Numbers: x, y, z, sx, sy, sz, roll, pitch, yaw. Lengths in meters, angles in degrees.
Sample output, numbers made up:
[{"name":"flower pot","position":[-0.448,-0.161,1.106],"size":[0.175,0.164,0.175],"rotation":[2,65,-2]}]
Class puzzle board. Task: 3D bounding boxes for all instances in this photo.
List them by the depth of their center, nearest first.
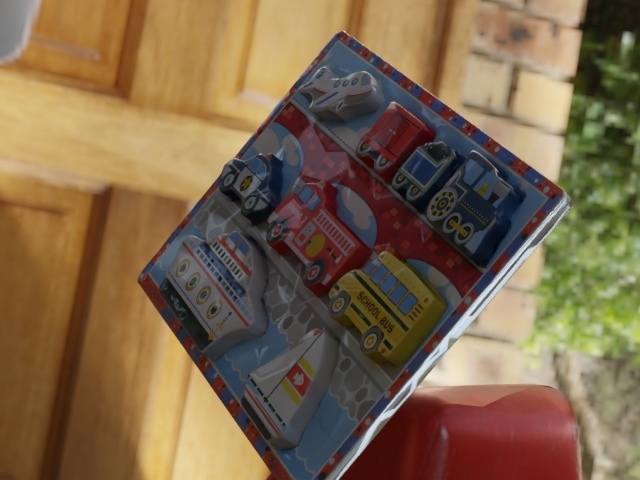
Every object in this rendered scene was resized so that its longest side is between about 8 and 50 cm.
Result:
[{"name":"puzzle board","position":[0.000,0.000,0.408],"size":[0.011,0.096,0.128],"rotation":[38,-176,-33]}]

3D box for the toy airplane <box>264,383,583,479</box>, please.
[{"name":"toy airplane","position":[-0.014,0.260,0.555],"size":[0.272,0.384,0.386],"rotation":[35,164,47]}]
